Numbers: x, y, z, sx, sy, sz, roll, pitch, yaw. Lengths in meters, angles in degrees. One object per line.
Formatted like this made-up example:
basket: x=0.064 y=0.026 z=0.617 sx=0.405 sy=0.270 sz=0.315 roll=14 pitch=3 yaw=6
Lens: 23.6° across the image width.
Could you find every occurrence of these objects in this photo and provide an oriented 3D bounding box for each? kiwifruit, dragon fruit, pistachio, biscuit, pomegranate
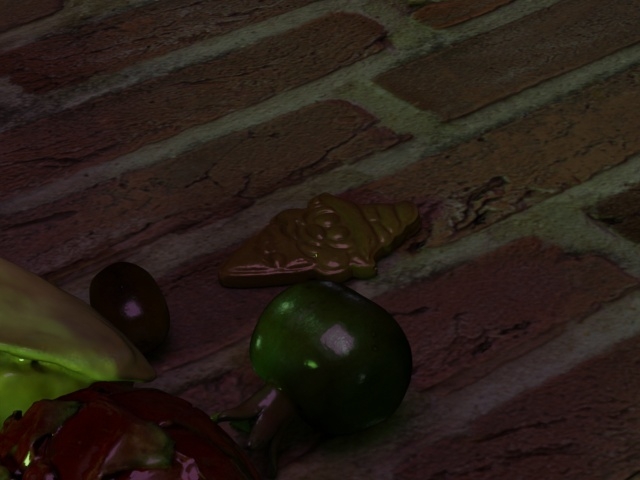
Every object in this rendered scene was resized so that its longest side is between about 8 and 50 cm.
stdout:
kiwifruit: x=-0.197 y=0.069 z=1.580 sx=0.075 sy=0.075 sz=0.124 roll=-13 pitch=39 yaw=-13
dragon fruit: x=-0.147 y=0.241 z=1.186 sx=0.299 sy=0.244 sz=0.244 roll=30 pitch=45 yaw=19
pistachio: x=-0.313 y=0.124 z=1.387 sx=0.321 sy=0.229 sz=0.238 roll=15 pitch=4 yaw=12
biscuit: x=0.000 y=0.000 z=1.701 sx=0.250 sy=0.035 sz=0.162 roll=-21 pitch=34 yaw=-21
pomegranate: x=-0.010 y=0.132 z=1.436 sx=0.152 sy=0.131 sz=0.191 roll=31 pitch=69 yaw=32
